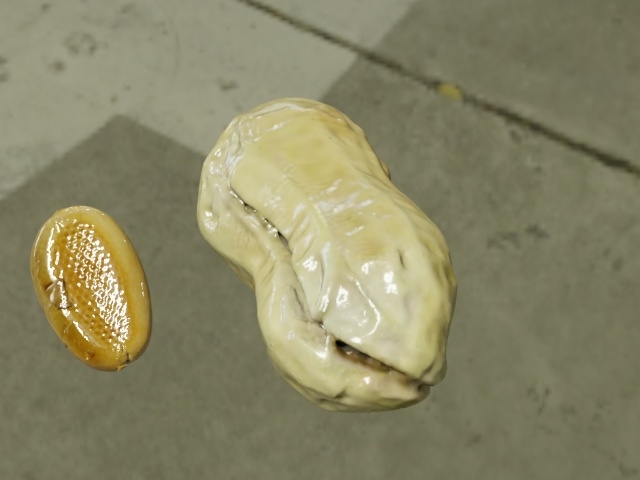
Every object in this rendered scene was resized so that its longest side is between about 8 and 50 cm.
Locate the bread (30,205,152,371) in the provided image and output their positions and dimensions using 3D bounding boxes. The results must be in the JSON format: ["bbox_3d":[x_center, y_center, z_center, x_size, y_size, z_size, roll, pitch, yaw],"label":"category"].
[{"bbox_3d":[-0.240,0.054,1.503,0.114,0.077,0.189,-18,76,-19],"label":"bread"}]

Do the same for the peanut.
[{"bbox_3d":[0.000,0.000,0.876,0.130,0.130,0.290,-16,36,-13],"label":"peanut"}]
